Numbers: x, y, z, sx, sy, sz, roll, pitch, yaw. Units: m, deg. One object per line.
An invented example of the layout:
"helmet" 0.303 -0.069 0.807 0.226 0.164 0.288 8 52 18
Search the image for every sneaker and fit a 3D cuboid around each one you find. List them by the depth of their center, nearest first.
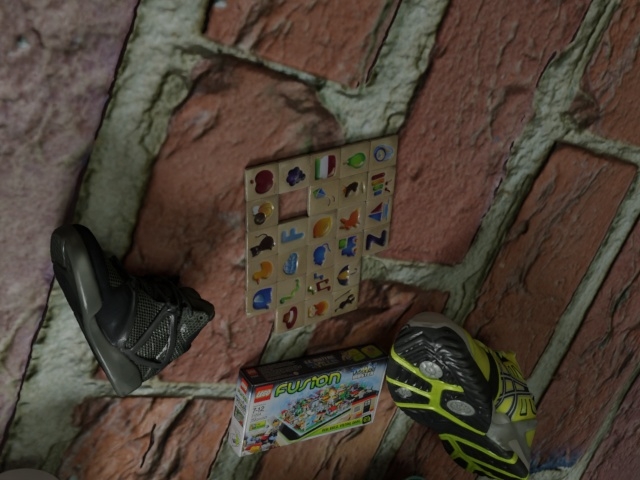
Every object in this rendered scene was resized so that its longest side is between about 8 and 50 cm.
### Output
"sneaker" -0.189 0.052 0.931 0.130 0.087 0.227 -31 135 -18
"sneaker" 0.205 0.199 1.289 0.384 0.145 0.147 57 46 -45

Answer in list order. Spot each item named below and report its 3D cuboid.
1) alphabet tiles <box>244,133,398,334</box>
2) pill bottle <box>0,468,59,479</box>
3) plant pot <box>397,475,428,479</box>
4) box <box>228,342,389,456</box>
"alphabet tiles" 0.000 0.000 1.082 0.198 0.009 0.237 -16 127 -27
"pill bottle" -0.332 0.362 1.006 0.121 0.121 0.216 -6 122 -33
"plant pot" 0.083 0.505 1.322 0.195 0.290 0.290 -20 140 24
"box" -0.014 0.203 1.185 0.207 0.036 0.114 -8 122 -32
